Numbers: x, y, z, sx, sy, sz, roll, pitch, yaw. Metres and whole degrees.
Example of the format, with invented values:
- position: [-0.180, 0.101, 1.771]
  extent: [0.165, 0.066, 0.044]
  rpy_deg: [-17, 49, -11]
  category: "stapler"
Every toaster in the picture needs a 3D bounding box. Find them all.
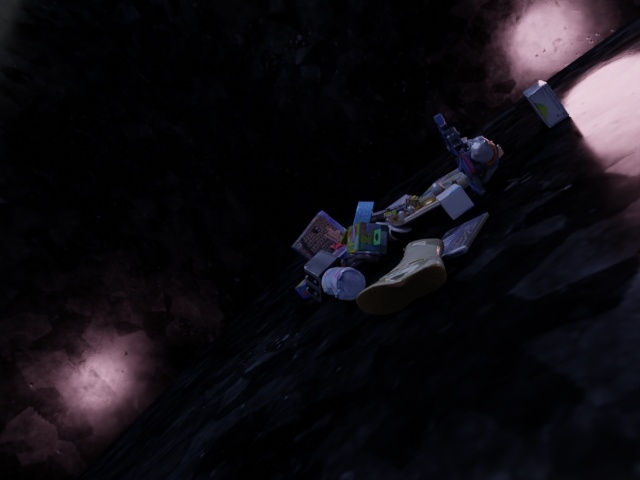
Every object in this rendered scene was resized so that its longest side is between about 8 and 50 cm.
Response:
- position: [0.015, 0.150, 1.932]
  extent: [0.186, 0.110, 0.168]
  rpy_deg: [-42, -35, -35]
  category: "toaster"

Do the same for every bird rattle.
- position: [0.189, 0.019, 2.461]
  extent: [0.207, 0.143, 0.253]
  rpy_deg: [-28, -12, -17]
  category: "bird rattle"

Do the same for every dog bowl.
- position: [0.189, -0.050, 2.099]
  extent: [0.166, 0.074, 0.297]
  rpy_deg: [-49, -27, -80]
  category: "dog bowl"

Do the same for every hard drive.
- position: [0.415, -0.156, 2.584]
  extent: [0.233, 0.047, 0.353]
  rpy_deg: [-36, 6, 23]
  category: "hard drive"

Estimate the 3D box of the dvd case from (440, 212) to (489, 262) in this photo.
- position: [0.410, 0.003, 1.329]
  extent: [0.164, 0.018, 0.221]
  rpy_deg: [-33, 8, 49]
  category: "dvd case"

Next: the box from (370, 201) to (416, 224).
- position: [0.360, -0.119, 2.187]
  extent: [0.216, 0.060, 0.270]
  rpy_deg: [-17, 9, 12]
  category: "box"

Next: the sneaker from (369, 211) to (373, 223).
- position: [0.242, -0.078, 2.607]
  extent: [0.118, 0.107, 0.279]
  rpy_deg: [-56, -12, -42]
  category: "sneaker"

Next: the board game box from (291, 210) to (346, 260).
- position: [0.000, 0.000, 2.736]
  extent: [0.291, 0.232, 0.141]
  rpy_deg: [-53, 7, -7]
  category: "board game box"

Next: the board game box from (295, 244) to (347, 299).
- position: [0.053, 0.148, 2.230]
  extent: [0.347, 0.078, 0.233]
  rpy_deg: [-41, 6, -31]
  category: "board game box"

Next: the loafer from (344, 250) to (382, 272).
- position: [0.175, 0.101, 1.822]
  extent: [0.302, 0.109, 0.095]
  rpy_deg: [159, 120, -74]
  category: "loafer"

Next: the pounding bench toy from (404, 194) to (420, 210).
- position: [0.435, -0.172, 2.008]
  extent: [0.083, 0.065, 0.052]
  rpy_deg: [8, 25, 19]
  category: "pounding bench toy"

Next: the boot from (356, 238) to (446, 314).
- position: [0.231, 0.095, 1.229]
  extent: [0.262, 0.095, 0.203]
  rpy_deg: [-31, 14, 26]
  category: "boot"

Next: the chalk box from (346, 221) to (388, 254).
- position: [0.208, -0.004, 1.887]
  extent: [0.213, 0.132, 0.132]
  rpy_deg: [152, 124, -75]
  category: "chalk box"

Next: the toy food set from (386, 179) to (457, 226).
- position: [0.439, -0.165, 1.862]
  extent: [0.306, 0.092, 0.220]
  rpy_deg: [-29, -3, 23]
  category: "toy food set"

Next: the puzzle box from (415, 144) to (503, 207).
- position: [0.649, -0.289, 2.081]
  extent: [0.272, 0.052, 0.409]
  rpy_deg: [-41, 5, -36]
  category: "puzzle box"

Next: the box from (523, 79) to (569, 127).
- position: [0.973, -0.598, 1.892]
  extent: [0.087, 0.169, 0.290]
  rpy_deg: [-36, 6, 28]
  category: "box"

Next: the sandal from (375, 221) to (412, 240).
- position: [0.321, -0.035, 1.937]
  extent: [0.102, 0.076, 0.265]
  rpy_deg: [1, 7, -16]
  category: "sandal"

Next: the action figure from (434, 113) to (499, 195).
- position: [0.577, -0.355, 1.643]
  extent: [0.178, 0.341, 0.330]
  rpy_deg: [-30, 4, 16]
  category: "action figure"

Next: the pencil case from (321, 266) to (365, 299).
- position: [0.082, 0.165, 1.673]
  extent: [0.124, 0.113, 0.273]
  rpy_deg: [-59, 8, -7]
  category: "pencil case"

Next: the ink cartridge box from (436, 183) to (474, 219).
- position: [0.501, -0.148, 1.633]
  extent: [0.092, 0.090, 0.143]
  rpy_deg: [-37, 4, 14]
  category: "ink cartridge box"
